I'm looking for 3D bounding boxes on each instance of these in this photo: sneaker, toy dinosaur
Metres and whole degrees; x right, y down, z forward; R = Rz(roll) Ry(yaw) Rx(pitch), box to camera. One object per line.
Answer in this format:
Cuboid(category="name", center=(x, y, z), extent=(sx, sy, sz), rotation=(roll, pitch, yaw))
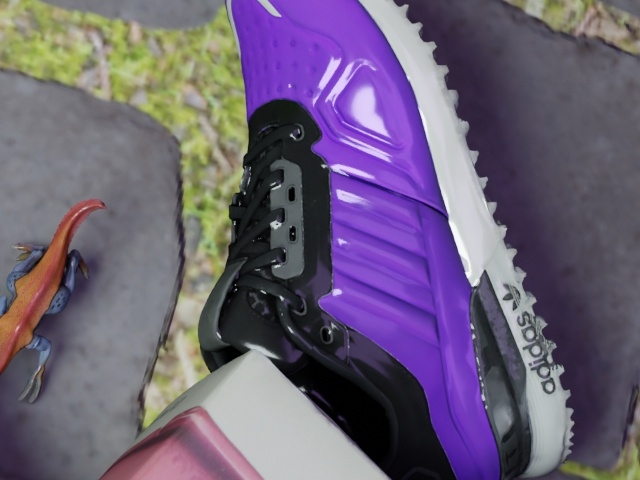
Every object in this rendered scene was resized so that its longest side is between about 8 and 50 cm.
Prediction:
Cuboid(category="sneaker", center=(0.000, 0.000, 0.871), extent=(0.146, 0.102, 0.293), rotation=(-23, 85, -24))
Cuboid(category="toy dinosaur", center=(-0.139, 0.030, 0.832), extent=(0.047, 0.090, 0.082), rotation=(22, 37, 2))

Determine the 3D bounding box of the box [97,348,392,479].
Cuboid(category="box", center=(-0.077, 0.178, 0.769), extent=(0.127, 0.148, 0.232), rotation=(45, 65, -4))
